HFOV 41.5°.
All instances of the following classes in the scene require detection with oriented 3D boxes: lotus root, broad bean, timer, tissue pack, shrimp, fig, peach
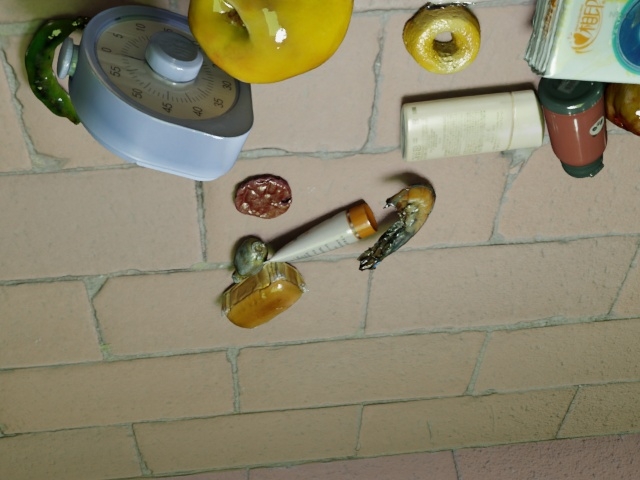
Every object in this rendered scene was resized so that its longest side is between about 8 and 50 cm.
[{"bbox_3d":[-0.195,0.053,2.314,0.088,0.088,0.165,12,136,-22],"label":"lotus root"},{"bbox_3d":[-0.557,-0.365,1.802,0.144,0.049,0.292,8,136,-19],"label":"broad bean"},{"bbox_3d":[-0.319,-0.315,1.658,0.395,0.395,0.173,14,135,-23],"label":"timer"},{"bbox_3d":[0.647,-0.474,1.745,0.388,0.162,0.287,1,117,-9],"label":"tissue pack"},{"bbox_3d":[0.189,-0.038,2.192,0.290,0.054,0.222,-46,154,1],"label":"shrimp"},{"bbox_3d":[0.766,-0.375,1.946,0.146,0.170,0.274,18,113,-22],"label":"fig"},{"bbox_3d":[-0.086,-0.447,1.622,0.289,0.308,0.288,18,123,30],"label":"peach"}]

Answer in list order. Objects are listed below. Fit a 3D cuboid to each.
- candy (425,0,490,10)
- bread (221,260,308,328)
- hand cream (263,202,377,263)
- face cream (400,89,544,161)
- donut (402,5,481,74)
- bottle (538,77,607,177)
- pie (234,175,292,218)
[{"bbox_3d":[0.327,-0.561,1.674,0.265,0.115,0.155,-7,138,-1],"label":"candy"},{"bbox_3d":[-0.165,0.161,2.421,0.241,0.107,0.136,-34,136,27],"label":"bread"},{"bbox_3d":[0.000,0.000,2.275,0.314,0.089,0.140,-26,178,14],"label":"hand cream"},{"bbox_3d":[0.368,-0.276,2.028,0.349,0.081,0.173,-7,138,-1],"label":"face cream"},{"bbox_3d":[0.273,-0.434,1.847,0.178,0.065,0.162,22,130,-29],"label":"donut"},{"bbox_3d":[0.612,-0.270,2.020,0.144,0.144,0.336,-18,144,11],"label":"bottle"},{"bbox_3d":[-0.146,-0.111,2.167,0.154,0.038,0.153,-3,137,-2],"label":"pie"}]
